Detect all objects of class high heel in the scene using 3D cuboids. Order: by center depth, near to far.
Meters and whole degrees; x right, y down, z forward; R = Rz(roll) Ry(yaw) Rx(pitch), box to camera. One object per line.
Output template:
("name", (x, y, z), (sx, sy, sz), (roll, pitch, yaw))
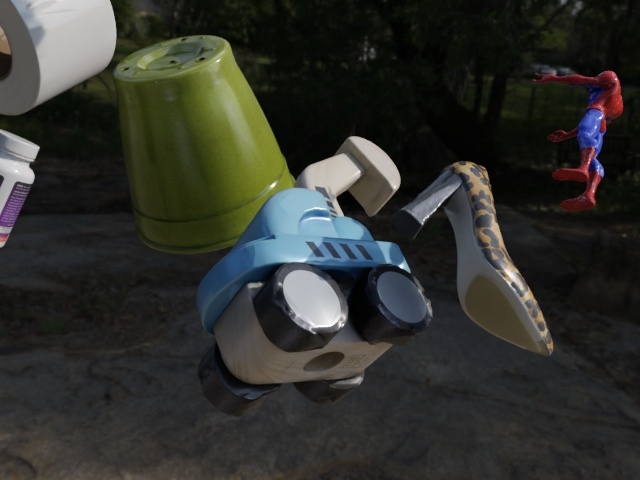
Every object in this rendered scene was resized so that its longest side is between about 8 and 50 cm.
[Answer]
("high heel", (0.237, 0.011, 0.919), (0.186, 0.261, 0.093), (-38, -8, -39))

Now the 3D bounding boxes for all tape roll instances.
("tape roll", (-0.466, -0.339, 1.094), (0.246, 0.246, 0.169), (9, 37, 29))

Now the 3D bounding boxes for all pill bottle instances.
("pill bottle", (-0.572, -0.093, 1.241), (0.108, 0.193, 0.108), (26, 2, -1))

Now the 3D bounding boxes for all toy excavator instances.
("toy excavator", (0.000, 0.000, 1.068), (0.433, 0.222, 0.445), (4, 52, -37))

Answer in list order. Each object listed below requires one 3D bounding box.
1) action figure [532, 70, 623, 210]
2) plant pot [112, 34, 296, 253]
("action figure", (0.379, -0.171, 1.082), (0.139, 0.091, 0.280), (6, 48, 35))
("plant pot", (-0.263, -0.221, 1.473), (0.367, 0.352, 0.366), (-9, 33, 6))
